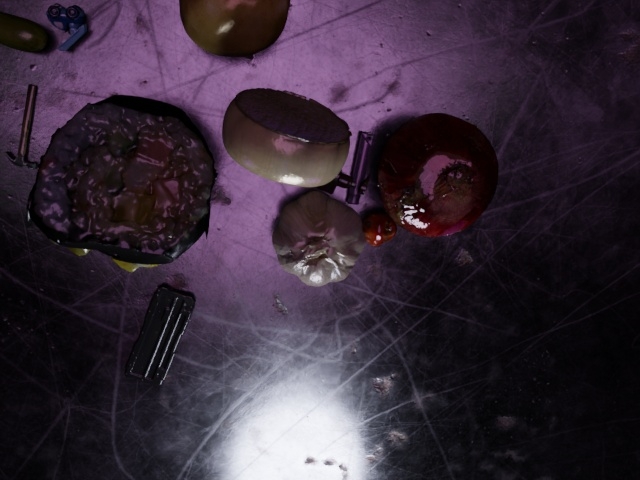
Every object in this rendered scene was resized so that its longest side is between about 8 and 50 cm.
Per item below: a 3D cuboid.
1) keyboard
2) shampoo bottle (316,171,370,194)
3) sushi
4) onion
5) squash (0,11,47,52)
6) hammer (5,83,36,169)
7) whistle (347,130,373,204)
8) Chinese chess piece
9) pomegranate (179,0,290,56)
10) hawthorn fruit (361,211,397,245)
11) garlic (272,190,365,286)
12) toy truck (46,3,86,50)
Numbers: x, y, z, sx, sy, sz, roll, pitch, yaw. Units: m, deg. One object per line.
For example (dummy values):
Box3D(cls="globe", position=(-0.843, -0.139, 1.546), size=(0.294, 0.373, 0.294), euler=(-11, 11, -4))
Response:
Box3D(cls="keyboard", position=(-0.397, 0.239, 1.291), size=(0.106, 0.016, 0.263), euler=(22, 100, -12))
Box3D(cls="shampoo bottle", position=(-0.004, -0.161, 1.213), size=(0.236, 0.067, 0.068), euler=(19, 118, -6))
Box3D(cls="sushi", position=(-0.393, -0.103, 1.090), size=(0.327, 0.285, 0.329), euler=(8, 81, -15))
Box3D(cls="onion", position=(0.261, -0.142, 1.169), size=(0.275, 0.276, 0.277), euler=(-2, 104, -7))
Box3D(cls="squash", position=(-0.661, -0.435, 1.064), size=(0.200, 0.066, 0.067), euler=(14, 102, -8))
Box3D(cls="hammer", position=(-0.646, -0.249, 1.138), size=(0.062, 0.017, 0.182), euler=(12, 100, -11))
Box3D(cls="whistle", position=(0.095, -0.172, 1.250), size=(0.033, 0.033, 0.177), euler=(9, 102, -10))
Box3D(cls="Chinese chess piece", position=(-0.070, -0.220, 1.093), size=(0.269, 0.270, 0.112), euler=(15, 121, -11))
Box3D(cls="pomegranate", position=(-0.170, -0.485, 1.049), size=(0.232, 0.233, 0.234), euler=(-2, 104, -7))
Box3D(cls="hawthorn fruit", position=(0.144, -0.029, 1.263), size=(0.092, 0.093, 0.093), euler=(-2, 104, -7))
Box3D(cls="garlic", position=(-0.004, 0.001, 1.218), size=(0.227, 0.152, 0.228), euler=(-2, 101, -10))
Box3D(cls="toy truck", position=(-0.529, -0.444, 1.089), size=(0.073, 0.056, 0.090), euler=(0, 116, -14))
